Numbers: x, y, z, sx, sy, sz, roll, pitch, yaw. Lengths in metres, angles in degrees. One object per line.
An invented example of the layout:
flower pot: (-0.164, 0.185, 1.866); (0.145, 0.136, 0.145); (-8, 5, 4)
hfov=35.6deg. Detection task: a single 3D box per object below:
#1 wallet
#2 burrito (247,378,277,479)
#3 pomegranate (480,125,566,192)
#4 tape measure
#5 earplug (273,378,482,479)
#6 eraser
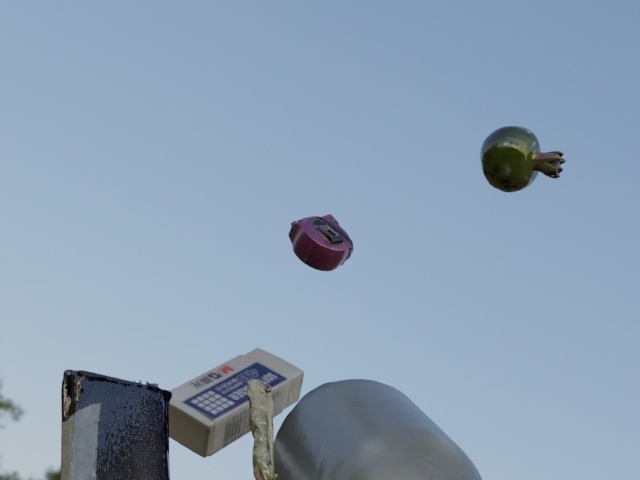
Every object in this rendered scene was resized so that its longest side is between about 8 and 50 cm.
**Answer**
wallet: (-0.294, 0.310, 1.434); (0.071, 0.221, 0.262); (-6, -18, 18)
burrito: (-0.092, 0.303, 1.568); (0.041, 0.185, 0.045); (-6, -40, 0)
pomegranate: (0.335, -0.135, 1.655); (0.142, 0.114, 0.114); (9, -32, 33)
tape measure: (0.000, 0.000, 1.964); (0.125, 0.118, 0.074); (45, -56, 29)
earplug: (0.103, 0.425, 1.649); (0.312, 0.313, 0.394); (34, -2, -17)
eraser: (-0.161, 0.293, 1.838); (0.124, 0.279, 0.081); (23, -64, 29)
